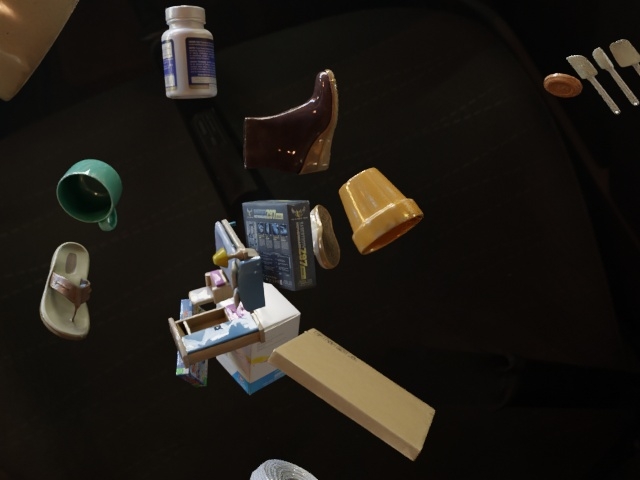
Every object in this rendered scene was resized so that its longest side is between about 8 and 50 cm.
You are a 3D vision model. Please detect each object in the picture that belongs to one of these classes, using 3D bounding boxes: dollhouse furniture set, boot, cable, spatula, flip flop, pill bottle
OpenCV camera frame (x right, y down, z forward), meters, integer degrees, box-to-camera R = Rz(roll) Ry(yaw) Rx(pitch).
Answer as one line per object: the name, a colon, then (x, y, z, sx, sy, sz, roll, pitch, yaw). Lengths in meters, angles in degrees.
dollhouse furniture set: (-0.270, 0.088, 1.490, 0.198, 0.303, 0.286, -16, 39, -20)
boot: (-0.071, -0.276, 1.477, 0.207, 0.090, 0.248, 2, 106, -14)
cable: (-0.076, 0.702, 1.738, 0.257, 0.257, 0.089, 32, 96, -14)
spatula: (0.777, -0.419, 1.659, 0.242, 0.168, 0.019, 37, 62, -28)
flip flop: (-0.583, 0.108, 1.496, 0.112, 0.080, 0.277, 20, 43, -32)
pill bottle: (-0.289, -0.409, 1.397, 0.112, 0.112, 0.186, -3, 100, -6)

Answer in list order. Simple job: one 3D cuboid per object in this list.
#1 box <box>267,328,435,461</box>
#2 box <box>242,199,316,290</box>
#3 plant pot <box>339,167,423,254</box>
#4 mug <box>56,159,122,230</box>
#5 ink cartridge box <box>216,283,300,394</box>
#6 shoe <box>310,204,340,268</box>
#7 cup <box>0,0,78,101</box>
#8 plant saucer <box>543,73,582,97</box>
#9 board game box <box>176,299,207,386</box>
box: (0.045, 0.183, 0.794, 0.201, 0.164, 0.021, 33, 100, 13)
box: (-0.094, 0.004, 1.397, 0.059, 0.233, 0.183, -10, 97, -30)
plant pot: (0.154, -0.093, 1.793, 0.205, 0.205, 0.188, -29, 78, -12)
mug: (-0.529, -0.110, 1.478, 0.129, 0.157, 0.097, 14, 35, -5)
ink cartridge box: (-0.177, 0.267, 1.785, 0.168, 0.232, 0.171, -23, 47, -34)
shoe: (0.000, 0.000, 1.561, 0.058, 0.076, 0.219, -36, 33, 21)
cup: (-0.524, -0.424, 0.999, 0.237, 0.331, 0.331, 31, 69, -33)
plant saucer: (0.541, -0.343, 1.425, 0.083, 0.083, 0.013, 21, 78, 2)
board game box: (-0.334, 0.272, 1.682, 0.035, 0.136, 0.201, -6, 64, 9)
